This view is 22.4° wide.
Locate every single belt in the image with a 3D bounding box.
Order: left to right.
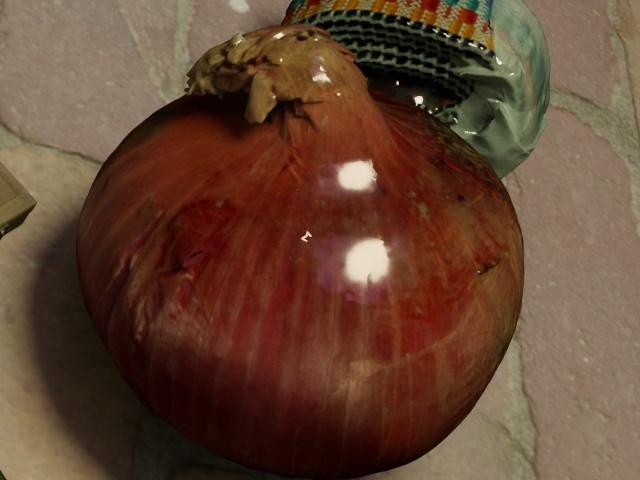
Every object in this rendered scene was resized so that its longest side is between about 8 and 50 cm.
[{"bbox_3d":[0.082,-0.145,1.454,0.257,0.207,0.150,20,47,1],"label":"belt"}]

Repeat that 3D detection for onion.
[{"bbox_3d":[-0.012,0.018,1.221,0.353,0.353,0.354,19,49,-23],"label":"onion"}]

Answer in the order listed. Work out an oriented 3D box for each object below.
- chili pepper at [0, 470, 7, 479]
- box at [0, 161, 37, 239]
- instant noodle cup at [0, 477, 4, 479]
[{"bbox_3d":[-0.175,0.239,1.095,0.202,0.050,0.052,46,5,-2],"label":"chili pepper"},{"bbox_3d":[-0.272,-0.032,1.241,0.083,0.035,0.079,49,44,5],"label":"box"},{"bbox_3d":[-0.262,0.211,0.932,0.190,0.251,0.251,41,43,11],"label":"instant noodle cup"}]
